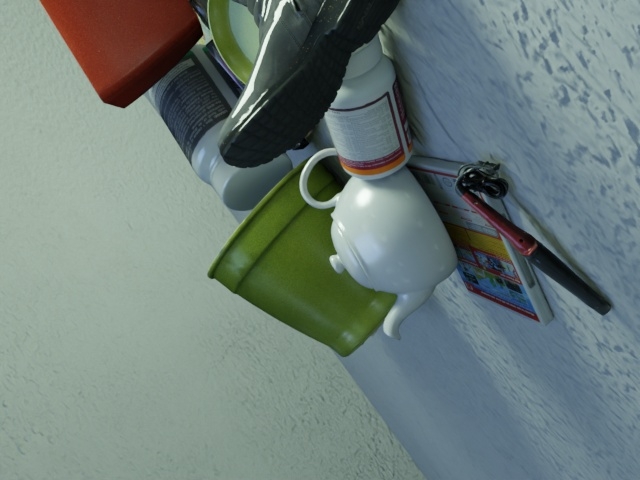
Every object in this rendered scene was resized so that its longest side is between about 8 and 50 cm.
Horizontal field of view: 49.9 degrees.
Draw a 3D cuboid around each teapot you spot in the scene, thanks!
[{"bbox_3d":[0.098,-0.009,1.166,0.252,0.187,0.256,59,-177,-45],"label":"teapot"}]

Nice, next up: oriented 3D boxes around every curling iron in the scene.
[{"bbox_3d":[0.284,-0.002,0.923,0.274,0.035,0.068,49,133,7],"label":"curling iron"}]

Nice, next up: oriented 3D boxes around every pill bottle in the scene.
[{"bbox_3d":[-0.222,-0.251,1.532,0.361,0.204,0.204,56,169,27],"label":"pill bottle"},{"bbox_3d":[0.061,-0.207,1.030,0.121,0.121,0.221,42,162,43],"label":"pill bottle"}]

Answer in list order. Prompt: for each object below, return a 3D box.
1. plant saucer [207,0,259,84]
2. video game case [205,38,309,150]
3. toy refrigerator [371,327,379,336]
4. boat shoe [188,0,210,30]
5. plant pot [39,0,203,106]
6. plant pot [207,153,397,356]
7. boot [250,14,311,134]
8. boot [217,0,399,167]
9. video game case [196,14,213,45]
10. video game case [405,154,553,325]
[{"bbox_3d":[-0.082,-0.356,1.154,0.241,0.037,0.240,21,135,23],"label":"plant saucer"},{"bbox_3d":[-0.128,-0.305,1.474,0.274,0.026,0.196,51,-171,-4],"label":"video game case"},{"bbox_3d":[0.056,0.155,1.876,0.270,0.102,0.094,22,153,38],"label":"toy refrigerator"},{"bbox_3d":[-0.241,-0.508,1.389,0.084,0.095,0.258,33,155,48],"label":"boat shoe"},{"bbox_3d":[-0.378,-0.440,1.360,0.267,0.236,0.267,60,178,-11],"label":"plant pot"},{"bbox_3d":[0.001,0.062,1.538,0.353,0.366,0.366,42,167,2],"label":"plant pot"},{"bbox_3d":[-0.108,-0.355,1.342,0.211,0.104,0.295,46,161,52],"label":"boot"},{"bbox_3d":[-0.062,-0.279,0.916,0.222,0.338,0.118,46,-168,25],"label":"boot"},{"bbox_3d":[-0.301,-0.530,1.704,0.206,0.026,0.227,57,167,-12],"label":"video game case"},{"bbox_3d":[0.250,-0.004,1.102,0.285,0.025,0.204,60,166,-23],"label":"video game case"}]
